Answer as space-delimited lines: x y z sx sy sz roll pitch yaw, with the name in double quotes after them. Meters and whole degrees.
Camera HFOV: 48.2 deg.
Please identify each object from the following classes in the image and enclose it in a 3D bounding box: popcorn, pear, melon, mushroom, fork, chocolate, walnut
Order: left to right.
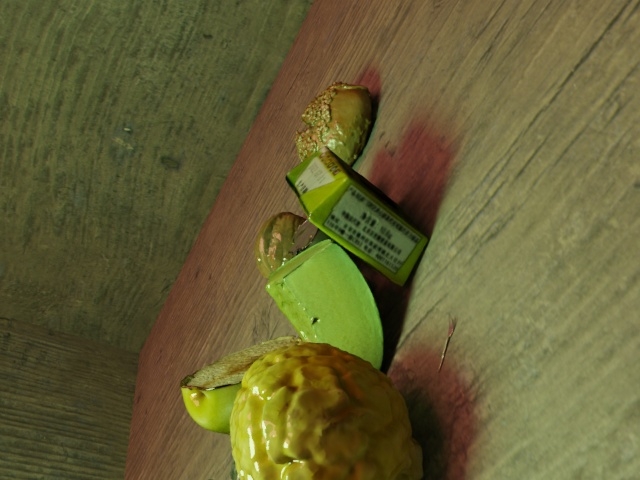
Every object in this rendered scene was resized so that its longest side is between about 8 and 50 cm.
-0.157 0.397 1.857 0.340 0.386 0.191 -7 100 51 "pear"
-0.114 0.023 2.259 0.198 0.198 0.245 -31 47 60 "walnut"
0.000 0.000 1.842 0.188 0.117 0.141 -128 62 -79 "mushroom"
0.004 0.365 1.356 0.354 0.344 0.390 90 162 -62 "popcorn"
0.017 0.198 1.681 0.331 0.343 0.226 -28 8 46 "melon"
0.087 -0.069 1.690 0.137 0.301 0.289 -50 25 11 "chocolate"
0.248 0.208 1.423 0.016 0.012 0.115 -174 99 -73 "fork"

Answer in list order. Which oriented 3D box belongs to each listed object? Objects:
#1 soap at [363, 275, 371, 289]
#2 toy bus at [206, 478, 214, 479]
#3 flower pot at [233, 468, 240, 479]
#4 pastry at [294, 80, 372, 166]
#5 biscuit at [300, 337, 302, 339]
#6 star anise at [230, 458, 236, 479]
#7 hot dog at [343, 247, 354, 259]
0.095 0.158 1.805 0.089 0.045 0.140 -28 48 57 "soap"
-0.215 0.709 1.776 0.133 0.271 0.164 -60 28 23 "toy bus"
-0.060 0.525 1.620 0.302 0.213 0.301 -50 28 41 "flower pot"
0.030 -0.352 2.241 0.315 0.184 0.284 -67 21 7 "pastry"
-0.020 0.250 2.038 0.133 0.027 0.184 -29 46 60 "biscuit"
-0.183 0.596 1.965 0.316 0.139 0.359 123 162 -44 "star anise"
0.065 -0.038 1.964 0.194 0.107 0.326 36 112 50 "hot dog"
